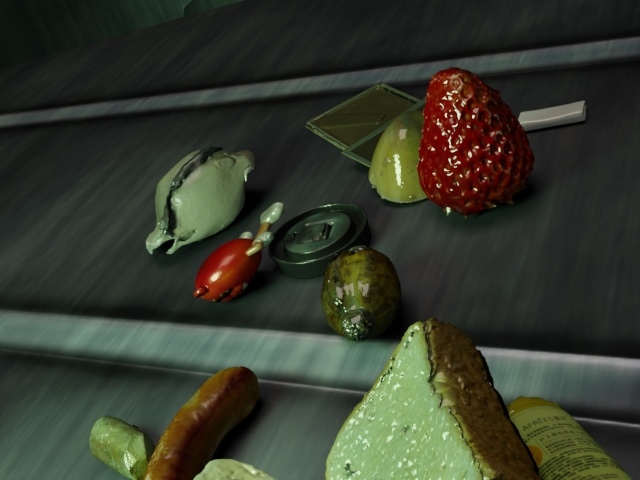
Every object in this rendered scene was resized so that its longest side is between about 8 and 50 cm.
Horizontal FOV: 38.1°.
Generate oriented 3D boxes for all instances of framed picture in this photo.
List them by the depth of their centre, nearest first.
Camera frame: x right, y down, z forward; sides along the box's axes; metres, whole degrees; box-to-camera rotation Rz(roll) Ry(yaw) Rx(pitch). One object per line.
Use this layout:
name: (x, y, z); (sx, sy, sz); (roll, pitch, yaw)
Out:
framed picture: (0.194, -0.204, 1.840); (0.252, 0.014, 0.197); (-34, 38, -20)
framed picture: (0.111, -0.266, 2.024); (0.213, 0.016, 0.289); (-30, 29, -12)

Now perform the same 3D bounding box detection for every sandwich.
sandwich: (0.105, 0.251, 0.969); (0.249, 0.095, 0.273); (-57, 22, 21)

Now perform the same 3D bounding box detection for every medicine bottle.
medicine bottle: (0.252, 0.258, 0.936); (0.124, 0.124, 0.239); (-27, 28, -8)

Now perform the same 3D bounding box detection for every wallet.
wallet: (0.432, -0.233, 1.731); (0.122, 0.025, 0.061); (-9, 33, 25)

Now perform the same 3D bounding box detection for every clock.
clock: (0.000, 0.000, 1.628); (0.185, 0.040, 0.184); (-17, 29, 10)

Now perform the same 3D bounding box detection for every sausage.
sausage: (-0.170, 0.283, 1.234); (0.103, 0.076, 0.302); (-1, 36, 20)

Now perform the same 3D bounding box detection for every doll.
doll: (-0.143, 0.035, 1.607); (0.183, 0.085, 0.217); (-40, 9, 38)

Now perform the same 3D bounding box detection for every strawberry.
strawberry: (0.247, -0.174, 1.535); (0.205, 0.244, 0.205); (-16, 28, 9)

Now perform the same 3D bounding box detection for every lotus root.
lotus root: (0.061, 0.083, 1.374); (0.120, 0.120, 0.209); (-15, 30, 14)

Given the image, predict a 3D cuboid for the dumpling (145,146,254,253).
dumpling: (-0.259, -0.096, 1.858); (0.293, 0.163, 0.204); (-46, 39, -15)

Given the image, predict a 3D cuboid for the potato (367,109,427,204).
potato: (0.168, -0.171, 1.703); (0.182, 0.117, 0.202); (20, 50, 36)

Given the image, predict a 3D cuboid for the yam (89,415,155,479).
yam: (-0.272, 0.291, 1.300); (0.146, 0.069, 0.070); (10, 42, 47)

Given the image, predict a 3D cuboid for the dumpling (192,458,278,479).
dumpling: (-0.099, 0.361, 1.014); (0.179, 0.131, 0.252); (16, 51, 15)
